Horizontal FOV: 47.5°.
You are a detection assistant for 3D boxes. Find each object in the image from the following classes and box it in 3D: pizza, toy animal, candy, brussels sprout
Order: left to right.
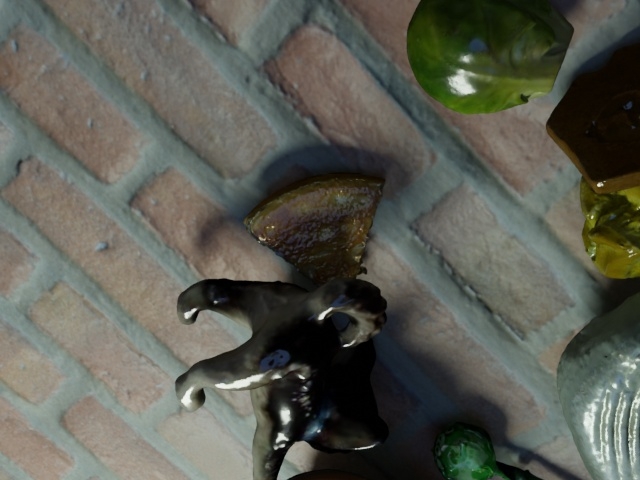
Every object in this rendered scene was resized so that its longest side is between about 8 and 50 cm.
[{"bbox_3d":[-0.012,0.198,1.026,0.303,0.194,0.344,-19,128,16],"label":"toy animal"},{"bbox_3d":[0.000,0.000,1.017,0.201,0.053,0.193,-10,112,1],"label":"pizza"},{"bbox_3d":[0.191,-0.225,0.840,0.181,0.144,0.161,31,81,6],"label":"brussels sprout"},{"bbox_3d":[0.322,0.375,1.140,0.323,0.097,0.097,24,116,-11],"label":"candy"}]

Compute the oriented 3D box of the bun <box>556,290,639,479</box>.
[{"bbox_3d":[0.493,0.196,0.957,0.354,0.194,0.354,5,116,10],"label":"bun"}]

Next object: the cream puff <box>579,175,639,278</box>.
[{"bbox_3d":[0.409,-0.046,0.870,0.195,0.194,0.221,30,113,-6],"label":"cream puff"}]

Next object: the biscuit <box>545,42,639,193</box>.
[{"bbox_3d":[0.376,-0.157,0.829,0.215,0.182,0.034,-38,134,18],"label":"biscuit"}]

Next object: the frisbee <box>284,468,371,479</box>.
[{"bbox_3d":[0.012,0.440,0.995,0.251,0.021,0.250,0,90,2],"label":"frisbee"}]
